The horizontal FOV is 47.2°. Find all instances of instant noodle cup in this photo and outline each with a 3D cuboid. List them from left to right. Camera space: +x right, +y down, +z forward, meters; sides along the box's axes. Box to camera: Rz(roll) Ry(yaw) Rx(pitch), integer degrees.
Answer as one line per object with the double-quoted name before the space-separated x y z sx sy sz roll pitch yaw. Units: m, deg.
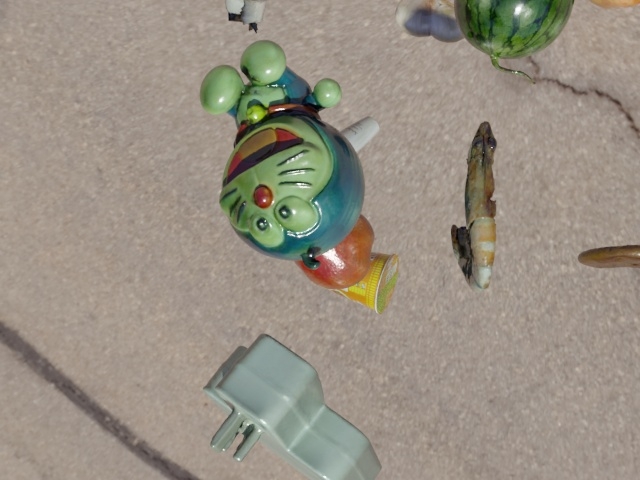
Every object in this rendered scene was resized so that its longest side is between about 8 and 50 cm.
"instant noodle cup" 0.093 0.091 1.929 0.185 0.168 0.168 16 114 21

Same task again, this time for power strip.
"power strip" -0.057 0.241 0.936 0.229 0.141 0.261 30 159 27

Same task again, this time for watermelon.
"watermelon" 0.338 -0.418 1.254 0.204 0.127 0.232 25 94 -2

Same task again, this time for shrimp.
"shrimp" 0.180 -0.037 0.868 0.035 0.148 0.195 1 91 2

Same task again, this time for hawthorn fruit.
"hawthorn fruit" 0.000 0.000 1.576 0.225 0.196 0.196 22 120 -31

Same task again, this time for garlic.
"garlic" 0.262 -0.509 1.668 0.174 0.124 0.099 25 155 23

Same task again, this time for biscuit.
"biscuit" 0.645 0.035 1.520 0.212 0.212 0.036 -3 81 16

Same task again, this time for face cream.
"face cream" 0.046 -0.201 1.568 0.182 0.072 0.051 -37 134 -16

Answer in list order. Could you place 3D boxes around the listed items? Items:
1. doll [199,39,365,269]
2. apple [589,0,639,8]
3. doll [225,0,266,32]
"doll" -0.044 -0.108 1.015 0.199 0.186 0.321 -21 67 28
"apple" 0.605 -0.542 1.420 0.209 0.209 0.164 -16 121 20
"doll" -0.047 -0.246 0.553 0.095 0.192 0.149 -22 102 -17
